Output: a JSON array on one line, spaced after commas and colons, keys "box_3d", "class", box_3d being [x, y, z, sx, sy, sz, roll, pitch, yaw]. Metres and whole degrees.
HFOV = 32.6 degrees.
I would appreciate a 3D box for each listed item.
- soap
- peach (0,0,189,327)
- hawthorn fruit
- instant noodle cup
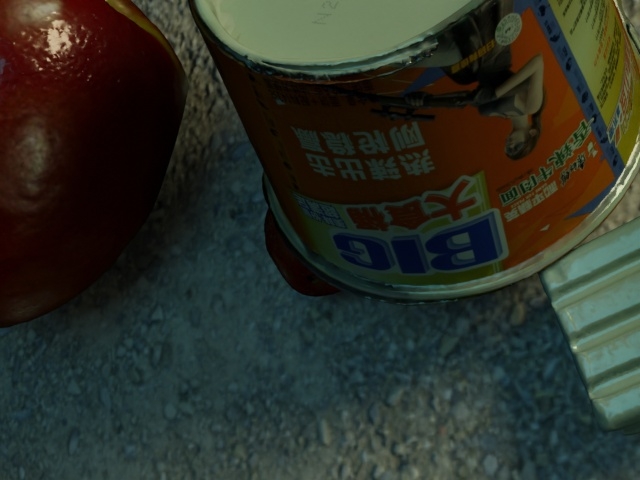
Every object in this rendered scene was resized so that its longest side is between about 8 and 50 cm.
[{"box_3d": [0.248, 0.030, 0.675, 0.198, 0.066, 0.119, -29, 66, 25], "class": "soap"}, {"box_3d": [-0.275, -0.079, 0.932, 0.338, 0.281, 0.281, -49, 57, 13], "class": "peach"}, {"box_3d": [0.000, 0.000, 0.835, 0.093, 0.093, 0.093, -9, 74, 31], "class": "hawthorn fruit"}, {"box_3d": [0.056, -0.131, 0.701, 0.297, 0.214, 0.296, -11, 58, 17], "class": "instant noodle cup"}]
